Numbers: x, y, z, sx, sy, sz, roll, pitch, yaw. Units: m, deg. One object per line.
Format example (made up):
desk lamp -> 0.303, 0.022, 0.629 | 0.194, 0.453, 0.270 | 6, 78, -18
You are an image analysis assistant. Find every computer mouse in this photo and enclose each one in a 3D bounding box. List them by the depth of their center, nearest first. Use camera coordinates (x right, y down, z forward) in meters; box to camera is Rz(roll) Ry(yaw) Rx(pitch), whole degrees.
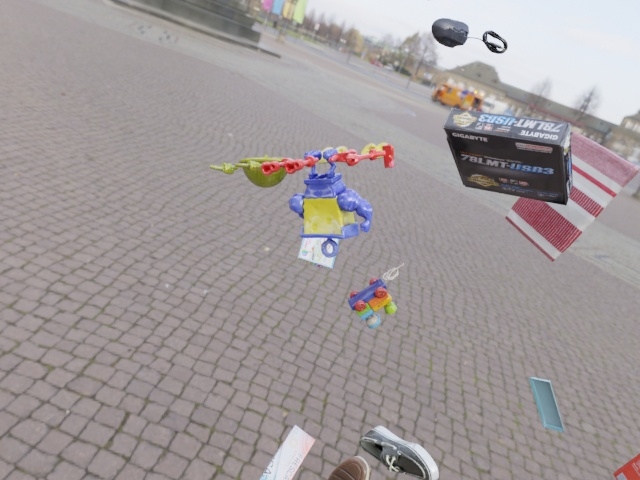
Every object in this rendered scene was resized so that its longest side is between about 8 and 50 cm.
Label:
computer mouse -> 0.419, -0.565, 1.402 | 0.241, 0.071, 0.041 | 6, 6, -15

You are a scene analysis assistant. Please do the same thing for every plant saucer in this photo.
plant saucer -> 0.688, 0.495, 1.535 | 0.018, 0.192, 0.067 | -36, 21, -35

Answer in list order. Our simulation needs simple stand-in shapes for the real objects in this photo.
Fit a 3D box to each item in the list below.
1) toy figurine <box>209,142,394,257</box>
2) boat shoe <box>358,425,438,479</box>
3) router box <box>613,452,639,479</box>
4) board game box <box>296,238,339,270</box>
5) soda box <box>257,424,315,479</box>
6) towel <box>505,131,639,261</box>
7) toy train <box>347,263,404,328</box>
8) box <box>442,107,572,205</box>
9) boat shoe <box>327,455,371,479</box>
toy figurine -> -0.027, -0.064, 1.007 | 0.362, 0.218, 0.191 | 1, 17, 31
boat shoe -> 0.172, 0.495, 1.149 | 0.070, 0.078, 0.219 | -17, 11, -31
router box -> 1.011, 0.564, 1.344 | 0.334, 0.301, 0.082 | -3, 44, -18
board game box -> 0.000, 0.000, 1.464 | 0.103, 0.026, 0.154 | 19, 65, -8
soda box -> -0.088, 0.523, 1.167 | 0.062, 0.058, 0.183 | 34, 56, 7
towel -> 0.716, -0.128, 1.474 | 0.037, 0.329, 0.237 | 20, 26, -33
toy train -> 0.238, 0.208, 1.856 | 0.143, 0.247, 0.105 | 55, 4, -21
box -> 0.495, -0.215, 1.325 | 0.295, 0.074, 0.293 | 17, -15, 32
boat shoe -> 0.063, 0.649, 1.300 | 0.095, 0.258, 0.095 | 8, 28, -51
